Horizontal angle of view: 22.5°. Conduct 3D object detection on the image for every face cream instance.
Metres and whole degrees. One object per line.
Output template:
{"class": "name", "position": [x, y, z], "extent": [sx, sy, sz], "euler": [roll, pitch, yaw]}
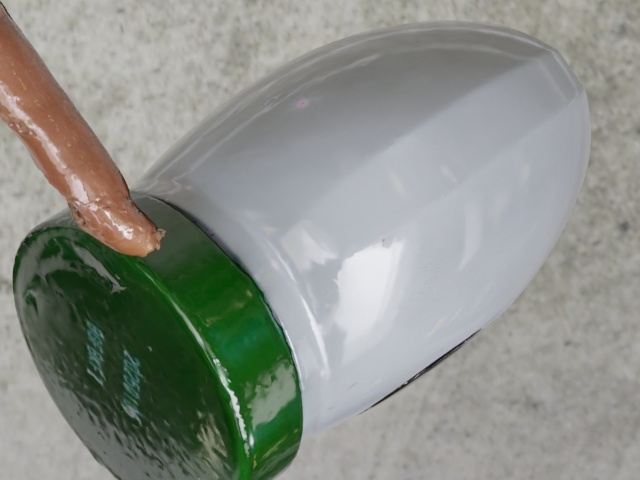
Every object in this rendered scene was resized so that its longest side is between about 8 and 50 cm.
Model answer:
{"class": "face cream", "position": [0.000, 0.000, 1.052], "extent": [0.357, 0.219, 0.312], "euler": [-33, 179, -35]}

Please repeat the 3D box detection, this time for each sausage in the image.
{"class": "sausage", "position": [-0.133, -0.055, 0.805], "extent": [0.158, 0.042, 0.036], "euler": [53, 141, -5]}
